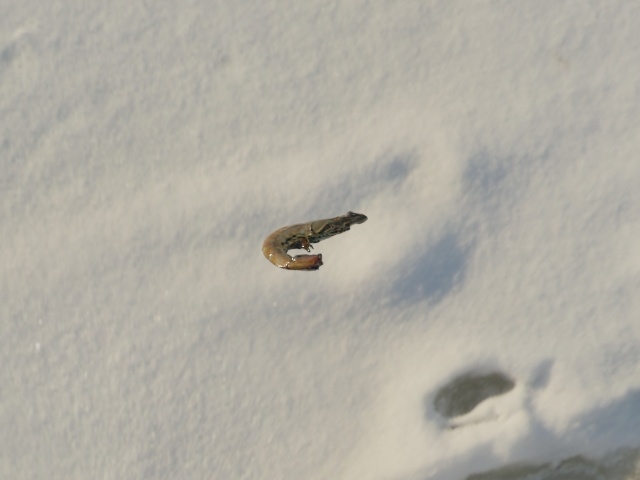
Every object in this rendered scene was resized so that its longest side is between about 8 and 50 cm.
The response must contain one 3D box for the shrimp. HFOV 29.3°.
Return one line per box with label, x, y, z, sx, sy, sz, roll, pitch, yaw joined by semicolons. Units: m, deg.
shrimp;0.000;0.000;1.326;0.127;0.025;0.091;-21;31;-15
